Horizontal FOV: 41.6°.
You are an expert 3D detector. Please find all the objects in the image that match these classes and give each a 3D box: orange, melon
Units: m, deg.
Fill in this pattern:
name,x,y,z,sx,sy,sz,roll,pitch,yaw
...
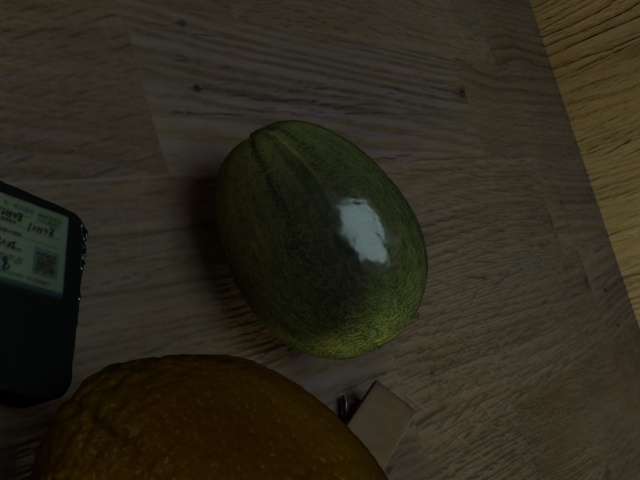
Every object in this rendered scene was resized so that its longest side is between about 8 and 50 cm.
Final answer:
name,x,y,z,sx,sy,sz,roll,pitch,yaw
orange,-0.095,0.265,0.757,0.357,0.322,0.322,46,34,9
melon,0.000,0.000,1.099,0.329,0.249,0.248,58,36,-12

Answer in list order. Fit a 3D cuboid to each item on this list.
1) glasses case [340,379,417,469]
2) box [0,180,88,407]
name,x,y,z,sx,sy,sz,roll,pitch,yaw
glasses case,0.047,0.283,1.184,0.102,0.070,0.193,38,40,4
box,-0.372,0.017,0.751,0.350,0.058,0.211,27,51,-44
